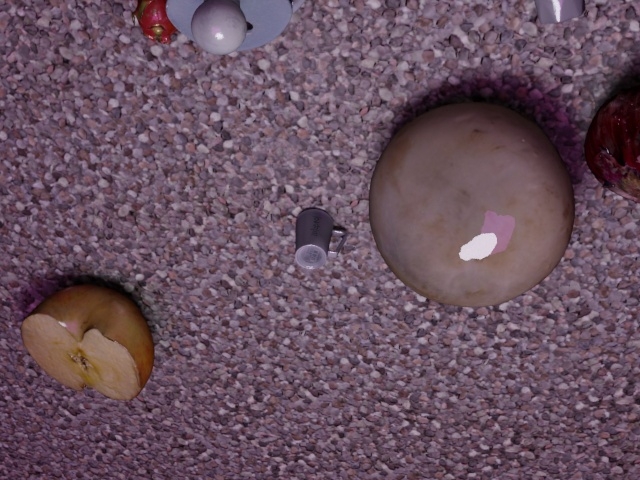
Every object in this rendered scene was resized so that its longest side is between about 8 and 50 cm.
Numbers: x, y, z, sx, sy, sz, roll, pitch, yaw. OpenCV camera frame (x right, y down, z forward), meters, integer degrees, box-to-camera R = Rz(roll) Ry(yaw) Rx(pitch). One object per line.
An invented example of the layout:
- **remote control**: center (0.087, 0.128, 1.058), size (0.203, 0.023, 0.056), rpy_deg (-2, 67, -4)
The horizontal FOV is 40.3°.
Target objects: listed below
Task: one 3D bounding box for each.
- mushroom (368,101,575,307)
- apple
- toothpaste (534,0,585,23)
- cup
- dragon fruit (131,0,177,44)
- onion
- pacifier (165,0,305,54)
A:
- **mushroom**: center (0.268, -0.064, 1.542), size (0.362, 0.295, 0.362), rpy_deg (5, 100, 27)
- **apple**: center (-0.481, 0.207, 1.904), size (0.293, 0.163, 0.251), rpy_deg (16, 136, 16)
- **toothpaste**: center (0.333, -0.517, 1.319), size (0.125, 0.080, 0.371), rpy_deg (-11, 116, 18)
- **cup**: center (0.000, 0.000, 1.706), size (0.104, 0.116, 0.074), rpy_deg (10, 127, -5)
- **dragon fruit**: center (-0.278, -0.402, 1.509), size (0.086, 0.081, 0.116), rpy_deg (17, 96, 5)
- **onion**: center (0.562, -0.169, 1.435), size (0.252, 0.219, 0.252), rpy_deg (22, 170, 4)
- **pacifier**: center (-0.140, -0.386, 1.381), size (0.244, 0.233, 0.299), rpy_deg (4, 144, 3)
